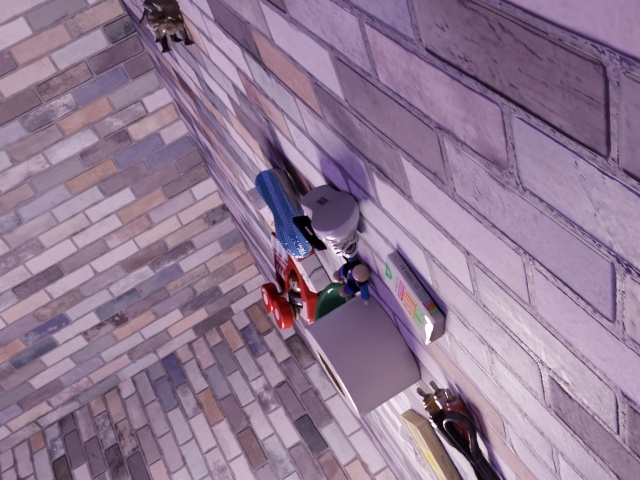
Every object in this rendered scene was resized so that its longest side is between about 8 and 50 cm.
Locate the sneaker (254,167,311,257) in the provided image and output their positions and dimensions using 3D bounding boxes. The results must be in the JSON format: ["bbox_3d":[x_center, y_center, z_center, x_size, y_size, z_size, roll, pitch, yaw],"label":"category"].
[{"bbox_3d":[-0.072,-0.069,1.788,0.092,0.087,0.228,-25,-87,-61],"label":"sneaker"}]

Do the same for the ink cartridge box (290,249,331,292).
[{"bbox_3d":[-0.030,0.080,2.155,0.135,0.056,0.099,61,170,-5],"label":"ink cartridge box"}]

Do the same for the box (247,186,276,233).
[{"bbox_3d":[-0.126,-0.080,2.007,0.063,0.067,0.324,58,178,14],"label":"box"}]

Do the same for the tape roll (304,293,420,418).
[{"bbox_3d":[0.094,0.264,1.717,0.246,0.169,0.246,56,170,15],"label":"tape roll"}]

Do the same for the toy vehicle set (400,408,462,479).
[{"bbox_3d":[0.313,0.586,1.986,0.266,0.035,0.166,60,171,-4],"label":"toy vehicle set"}]

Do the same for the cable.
[{"bbox_3d":[0.303,0.397,1.462,0.287,0.072,0.139,49,156,-12],"label":"cable"}]

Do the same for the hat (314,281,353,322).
[{"bbox_3d":[0.102,0.219,1.993,0.173,0.184,0.208,37,115,52],"label":"hat"}]

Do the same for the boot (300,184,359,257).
[{"bbox_3d":[0.040,-0.021,1.391,0.123,0.095,0.258,56,-179,-20],"label":"boot"}]

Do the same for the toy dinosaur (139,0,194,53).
[{"bbox_3d":[-0.429,-0.610,2.025,0.313,0.121,0.160,-126,21,-55],"label":"toy dinosaur"}]

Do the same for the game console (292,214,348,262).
[{"bbox_3d":[0.000,0.000,1.702,0.122,0.107,0.071,51,140,40],"label":"game console"}]

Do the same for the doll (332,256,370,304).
[{"bbox_3d":[0.075,0.083,1.622,0.189,0.046,0.129,131,117,-74],"label":"doll"}]

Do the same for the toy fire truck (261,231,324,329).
[{"bbox_3d":[-0.086,0.121,2.335,0.302,0.169,0.253,-140,40,-62],"label":"toy fire truck"}]

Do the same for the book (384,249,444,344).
[{"bbox_3d":[0.160,0.096,1.267,0.144,0.035,0.096,56,167,27],"label":"book"}]

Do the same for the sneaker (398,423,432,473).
[{"bbox_3d":[0.290,0.590,2.123,0.158,0.061,0.065,57,-162,21],"label":"sneaker"}]
